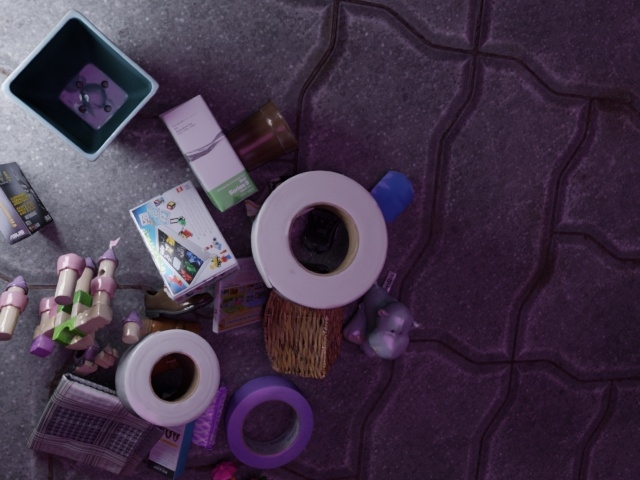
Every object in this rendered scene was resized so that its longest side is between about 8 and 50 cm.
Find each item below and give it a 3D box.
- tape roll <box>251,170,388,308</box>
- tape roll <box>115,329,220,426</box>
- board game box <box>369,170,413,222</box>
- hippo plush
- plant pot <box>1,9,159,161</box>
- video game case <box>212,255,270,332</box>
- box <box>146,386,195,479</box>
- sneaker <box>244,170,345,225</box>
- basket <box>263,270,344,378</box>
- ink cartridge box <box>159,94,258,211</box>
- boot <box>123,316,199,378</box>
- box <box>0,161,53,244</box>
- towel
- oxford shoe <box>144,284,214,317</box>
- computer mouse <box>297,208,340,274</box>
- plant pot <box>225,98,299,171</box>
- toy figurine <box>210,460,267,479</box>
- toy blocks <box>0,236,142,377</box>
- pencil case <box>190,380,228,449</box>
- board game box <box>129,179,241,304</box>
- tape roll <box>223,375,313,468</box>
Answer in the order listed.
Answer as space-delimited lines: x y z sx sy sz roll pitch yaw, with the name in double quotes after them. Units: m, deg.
0.000 0.000 1.527 0.391 0.072 0.392 1 86 -17 "tape roll"
-0.409 0.365 1.451 0.246 0.169 0.246 7 76 -28 "tape roll"
0.220 -0.142 1.759 0.133 0.033 0.169 42 90 -24 "board game box"
0.233 0.257 1.714 0.234 0.236 0.294 18 91 -22 "hippo plush"
-0.576 -0.370 1.353 0.248 0.252 0.247 41 86 -19 "plant pot"
-0.225 0.150 1.601 0.227 0.026 0.207 -7 104 -56 "video game case"
-0.441 0.579 1.633 0.100 0.060 0.244 16 96 19 "box"
-0.075 -0.144 1.616 0.321 0.126 0.128 -32 109 -11 "sneaker"
-0.050 0.251 1.706 0.213 0.223 0.299 5 100 14 "basket"
-0.307 -0.237 1.481 0.121 0.211 0.289 -33 107 -9 "ink cartridge box"
-0.469 0.364 1.601 0.220 0.109 0.284 4 91 -22 "boot"
-0.764 -0.099 1.352 0.056 0.231 0.183 -28 105 -8 "box"
-0.625 0.541 1.538 0.324 0.056 0.312 27 113 -20 "towel"
-0.409 0.162 1.541 0.227 0.083 0.096 -7 96 18 "oxford shoe"
-0.038 -0.018 1.680 0.184 0.060 0.262 11 76 10 "computer mouse"
-0.172 -0.290 1.550 0.165 0.167 0.167 -31 107 -2 "plant pot"
-0.284 0.778 1.731 0.159 0.130 0.173 40 111 -6 "toy figurine"
-0.643 0.158 1.463 0.288 0.260 0.309 -28 135 18 "toy blocks"
-0.341 0.530 1.664 0.086 0.088 0.206 8 96 -33 "pencil case"
-0.374 -0.002 1.493 0.192 0.053 0.305 -29 68 -10 "board game box"
-0.165 0.576 1.728 0.274 0.090 0.275 -3 101 -16 "tape roll"
